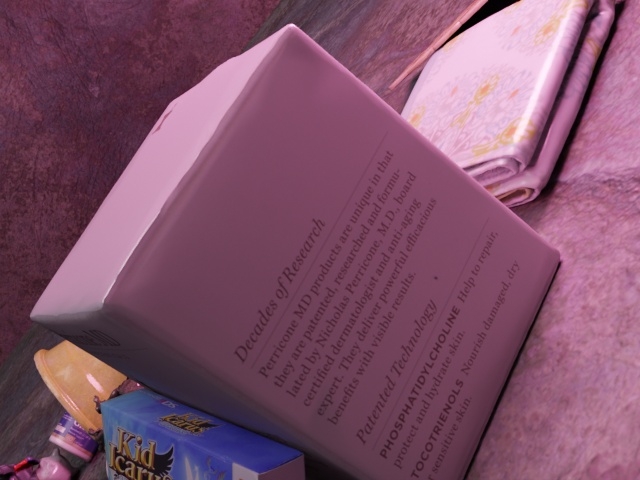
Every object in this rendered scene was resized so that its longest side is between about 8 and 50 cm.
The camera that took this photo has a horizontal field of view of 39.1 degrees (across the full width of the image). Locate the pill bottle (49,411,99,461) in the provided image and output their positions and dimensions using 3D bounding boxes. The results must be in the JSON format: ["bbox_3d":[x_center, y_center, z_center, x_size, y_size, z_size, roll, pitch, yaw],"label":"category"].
[{"bbox_3d":[-0.465,0.354,1.831,0.094,0.094,0.169,-11,46,61],"label":"pill bottle"}]

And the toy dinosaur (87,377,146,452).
[{"bbox_3d":[-0.277,0.233,1.289,0.118,0.064,0.268,-37,7,14],"label":"toy dinosaur"}]

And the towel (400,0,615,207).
[{"bbox_3d":[0.231,-0.185,1.236,0.321,0.090,0.374,-15,42,55],"label":"towel"}]

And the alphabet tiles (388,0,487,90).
[{"bbox_3d":[0.250,-0.383,1.493,0.342,0.011,0.285,-42,5,27],"label":"alphabet tiles"}]

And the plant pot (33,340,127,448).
[{"bbox_3d":[-0.286,0.202,1.509,0.254,0.276,0.276,-43,20,-6],"label":"plant pot"}]

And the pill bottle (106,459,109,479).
[{"bbox_3d":[-0.184,0.278,1.295,0.246,0.136,0.136,-44,22,23],"label":"pill bottle"}]

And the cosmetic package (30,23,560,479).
[{"bbox_3d":[-0.033,0.048,0.978,0.329,0.394,0.327,-11,46,62],"label":"cosmetic package"}]

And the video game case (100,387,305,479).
[{"bbox_3d":[-0.120,0.300,0.914,0.270,0.061,0.244,8,105,45],"label":"video game case"}]

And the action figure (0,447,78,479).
[{"bbox_3d":[-0.615,0.564,1.810,0.330,0.178,0.341,-49,-7,-9],"label":"action figure"}]
